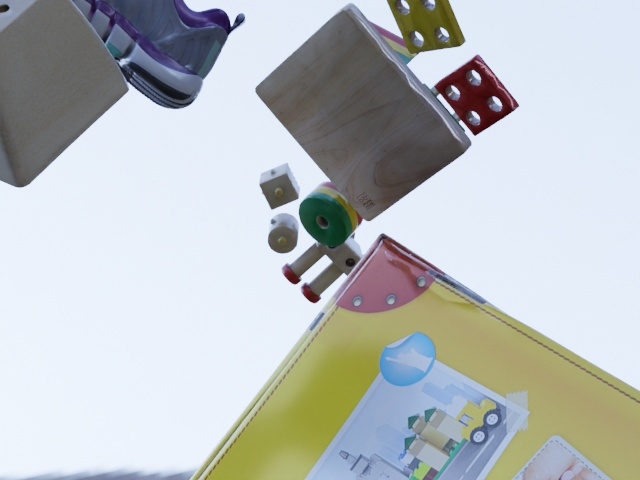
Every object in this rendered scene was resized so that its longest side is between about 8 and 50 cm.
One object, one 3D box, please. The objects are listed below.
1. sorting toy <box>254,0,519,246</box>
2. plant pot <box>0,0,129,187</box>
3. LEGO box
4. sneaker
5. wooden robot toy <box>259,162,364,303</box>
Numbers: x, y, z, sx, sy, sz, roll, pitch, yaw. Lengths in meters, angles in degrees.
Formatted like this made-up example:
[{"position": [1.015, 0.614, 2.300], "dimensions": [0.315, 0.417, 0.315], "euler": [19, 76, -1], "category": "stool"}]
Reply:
[{"position": [0.042, -0.101, 1.389], "dimensions": [0.046, 0.132, 0.274], "euler": [-44, 4, -38], "category": "sorting toy"}, {"position": [-0.204, -0.116, 1.223], "dimensions": [0.109, 0.109, 0.096], "euler": [-48, -37, -30], "category": "plant pot"}, {"position": [0.053, 0.302, 1.288], "dimensions": [0.500, 0.372, 0.193], "euler": [-52, -39, -8], "category": "LEGO box"}, {"position": [-0.168, -0.199, 1.474], "dimensions": [0.224, 0.098, 0.083], "euler": [37, -12, -11], "category": "sneaker"}, {"position": [0.000, 0.000, 1.728], "dimensions": [0.076, 0.079, 0.173], "euler": [-38, -71, 16], "category": "wooden robot toy"}]
